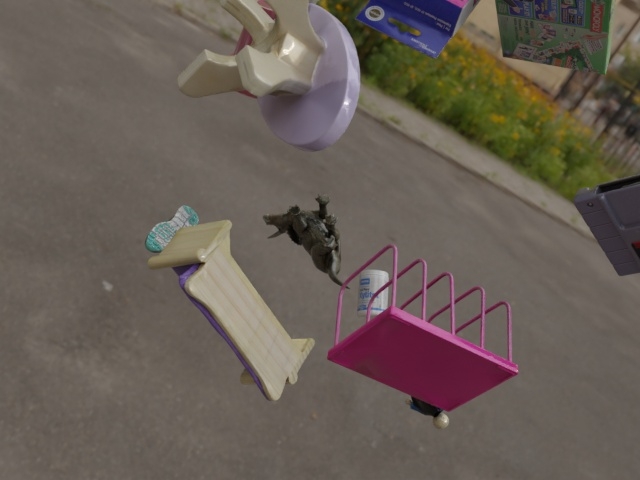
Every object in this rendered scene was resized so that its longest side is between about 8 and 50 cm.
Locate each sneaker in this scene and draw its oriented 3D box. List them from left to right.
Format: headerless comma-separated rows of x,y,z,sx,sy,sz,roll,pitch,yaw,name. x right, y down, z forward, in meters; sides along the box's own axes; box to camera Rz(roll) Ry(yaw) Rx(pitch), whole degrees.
-0.325,-0.009,2.007,0.065,0.076,0.166,50,36,-2,sneaker

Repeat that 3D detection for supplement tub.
0.122,0.128,2.185,0.071,0.107,0.071,3,-16,1,supplement tub

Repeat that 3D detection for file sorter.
0.195,0.163,1.780,0.291,0.202,0.182,26,48,-22,file sorter

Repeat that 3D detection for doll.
0.238,0.342,2.118,0.046,0.129,0.189,-31,98,-47,doll

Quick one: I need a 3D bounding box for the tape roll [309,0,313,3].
0.018,-0.548,1.618,0.100,0.286,0.286,32,17,-4,tape roll

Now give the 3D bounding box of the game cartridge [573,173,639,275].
0.708,-0.043,1.847,0.230,0.355,0.068,55,45,-21,game cartridge

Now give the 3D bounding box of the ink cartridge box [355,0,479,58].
0.235,-0.514,1.758,0.176,0.371,0.069,30,-22,15,ink cartridge box

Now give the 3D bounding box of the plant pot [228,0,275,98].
-0.093,-0.404,1.979,0.201,0.180,0.201,10,26,-5,plant pot

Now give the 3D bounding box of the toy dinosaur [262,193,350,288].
0.000,0.000,2.156,0.313,0.121,0.160,44,-22,27,toy dinosaur

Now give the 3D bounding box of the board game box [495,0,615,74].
0.444,-0.417,1.783,0.213,0.046,0.317,14,-11,17,board game box

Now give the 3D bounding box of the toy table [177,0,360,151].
-0.065,-0.268,1.342,0.161,0.252,0.274,26,22,-41,toy table

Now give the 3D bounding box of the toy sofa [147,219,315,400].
-0.183,0.149,1.870,0.362,0.150,0.177,56,47,-28,toy sofa
